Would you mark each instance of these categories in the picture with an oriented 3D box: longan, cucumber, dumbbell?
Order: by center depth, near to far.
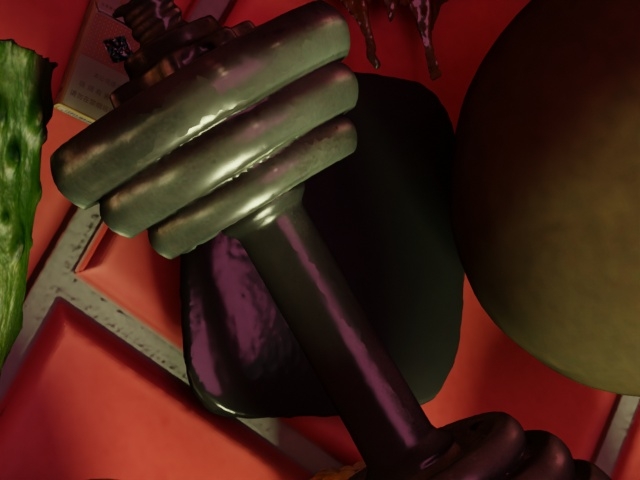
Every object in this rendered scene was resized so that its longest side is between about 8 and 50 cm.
[{"bbox_3d":[-0.204,0.014,0.861,0.134,0.134,0.244,9,81,-32],"label":"cucumber"},{"bbox_3d":[0.008,0.050,0.905,0.179,0.179,0.406,-32,94,-32],"label":"dumbbell"},{"bbox_3d":[0.212,-0.050,1.027,0.243,0.300,0.300,24,70,-25],"label":"longan"}]

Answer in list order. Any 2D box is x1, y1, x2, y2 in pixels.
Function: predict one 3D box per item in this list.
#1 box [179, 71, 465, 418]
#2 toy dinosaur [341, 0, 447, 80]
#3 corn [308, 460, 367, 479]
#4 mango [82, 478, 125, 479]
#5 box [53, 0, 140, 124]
[{"bbox_3d":[0.000,0.000,1.042,0.201,0.042,0.212,2,80,-33],"label":"box"},{"bbox_3d":[0.072,-0.204,1.080,0.327,0.113,0.206,33,66,-27],"label":"toy dinosaur"},{"bbox_3d":[0.040,0.211,1.024,0.085,0.063,0.165,-16,93,-41],"label":"corn"},{"bbox_3d":[-0.157,0.249,0.841,0.191,0.160,0.290,30,77,-32],"label":"mango"},{"bbox_3d":[-0.120,-0.105,0.998,0.046,0.012,0.083,26,71,-26],"label":"box"}]
